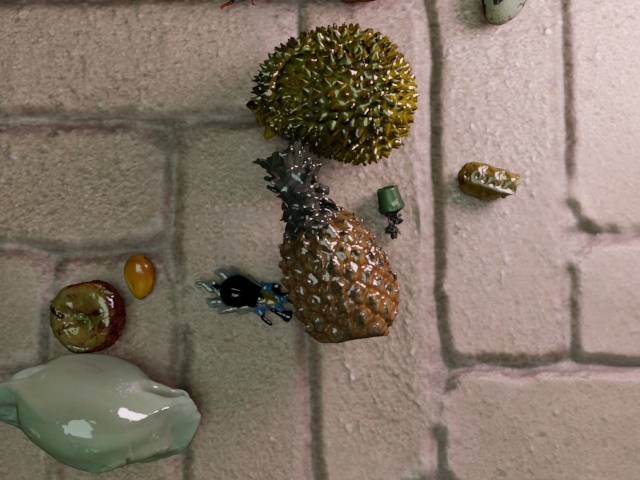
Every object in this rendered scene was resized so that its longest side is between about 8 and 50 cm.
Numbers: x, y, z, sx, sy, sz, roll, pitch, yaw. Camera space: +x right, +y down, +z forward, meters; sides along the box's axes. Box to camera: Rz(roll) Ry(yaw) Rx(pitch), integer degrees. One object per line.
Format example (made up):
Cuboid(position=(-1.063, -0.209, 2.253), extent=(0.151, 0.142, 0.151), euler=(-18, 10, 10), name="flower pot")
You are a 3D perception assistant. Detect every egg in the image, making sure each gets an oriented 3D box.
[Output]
Cuboid(position=(0.344, -0.458, 1.162), extent=(0.085, 0.085, 0.110), euler=(22, 104, 2), name="egg")

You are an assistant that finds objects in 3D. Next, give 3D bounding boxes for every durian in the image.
Cuboid(position=(0.029, -0.264, 1.104), extent=(0.292, 0.258, 0.258), euler=(14, 91, 14), name="durian")

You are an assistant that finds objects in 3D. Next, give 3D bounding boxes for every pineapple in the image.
Cuboid(position=(0.000, 0.000, 1.080), extent=(0.201, 0.202, 0.362), euler=(-24, 112, 2), name="pineapple")

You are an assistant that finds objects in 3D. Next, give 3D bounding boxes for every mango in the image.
Cuboid(position=(-0.352, 0.072, 1.208), extent=(0.059, 0.046, 0.089), euler=(4, 103, 4), name="mango")

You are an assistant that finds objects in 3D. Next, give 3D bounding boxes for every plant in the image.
Cuboid(position=(0.139, -0.053, 1.189), extent=(0.051, 0.051, 0.102), euler=(-13, 103, 2), name="plant")

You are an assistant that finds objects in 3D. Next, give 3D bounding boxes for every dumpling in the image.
Cuboid(position=(-0.401, 0.314, 1.140), extent=(0.320, 0.270, 0.212), euler=(27, 69, 13), name="dumpling")

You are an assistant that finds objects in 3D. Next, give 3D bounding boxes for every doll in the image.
Cuboid(position=(-0.144, 0.104, 1.189), extent=(0.195, 0.070, 0.096), euler=(15, 75, -5), name="doll")

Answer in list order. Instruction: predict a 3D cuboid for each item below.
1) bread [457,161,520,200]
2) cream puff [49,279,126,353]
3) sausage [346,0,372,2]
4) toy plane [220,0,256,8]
Cuboid(position=(0.313, -0.110, 1.176), extent=(0.110, 0.060, 0.066), euler=(16, 122, 2), name="bread")
Cuboid(position=(-0.442, 0.143, 1.191), extent=(0.148, 0.084, 0.149), euler=(0, 90, 7), name="cream puff")
Cuboid(position=(0.130, -0.528, 1.149), extent=(0.241, 0.136, 0.120), euler=(-24, 83, -2), name="sausage")
Cuboid(position=(-0.169, -0.524, 1.190), extent=(0.126, 0.077, 0.194), euler=(-35, 80, -7), name="toy plane")
